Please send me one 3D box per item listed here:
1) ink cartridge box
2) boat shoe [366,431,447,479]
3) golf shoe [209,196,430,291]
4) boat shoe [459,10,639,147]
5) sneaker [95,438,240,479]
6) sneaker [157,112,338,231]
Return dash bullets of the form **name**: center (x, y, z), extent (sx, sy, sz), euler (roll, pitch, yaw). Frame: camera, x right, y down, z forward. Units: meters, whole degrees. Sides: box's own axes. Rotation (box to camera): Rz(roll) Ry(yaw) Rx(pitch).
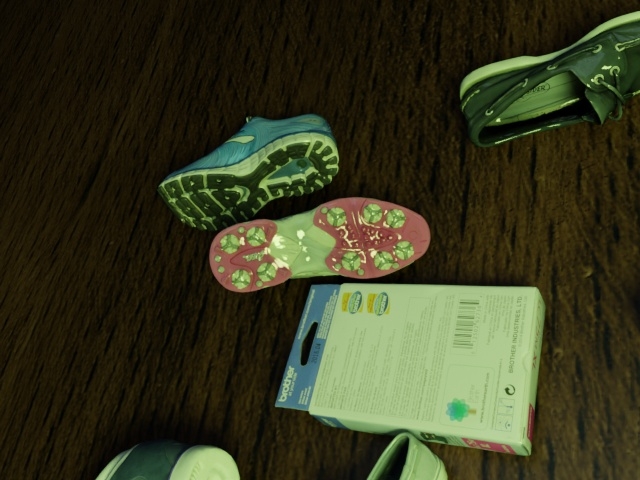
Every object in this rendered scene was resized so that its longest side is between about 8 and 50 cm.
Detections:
- **ink cartridge box**: center (0.108, 0.147, 0.820), extent (0.311, 0.065, 0.186), euler (0, 60, 28)
- **boat shoe**: center (0.049, 0.301, 0.693), extent (0.079, 0.081, 0.227), euler (-19, 24, 53)
- **golf shoe**: center (0.000, 0.000, 0.950), extent (0.306, 0.140, 0.115), euler (-5, 94, 3)
- **boat shoe**: center (0.346, -0.200, 0.875), extent (0.340, 0.127, 0.113), euler (-8, 57, 28)
- **sneaker**: center (-0.227, 0.404, 0.799), extent (0.236, 0.130, 0.323), euler (-17, 50, 39)
- **sneaker**: center (-0.121, -0.122, 1.118), extent (0.330, 0.130, 0.147), euler (-16, 38, 16)
